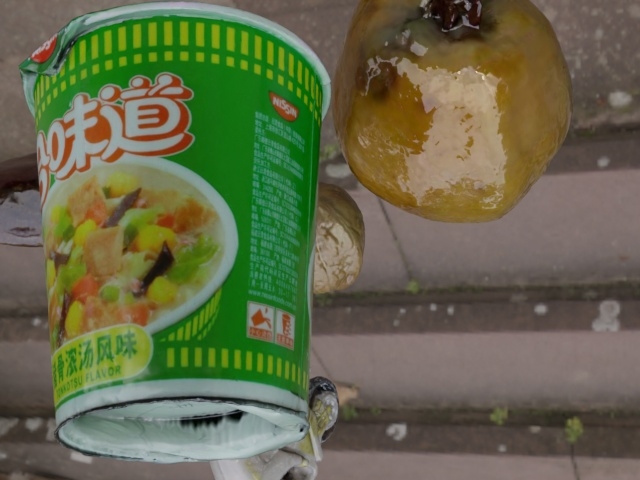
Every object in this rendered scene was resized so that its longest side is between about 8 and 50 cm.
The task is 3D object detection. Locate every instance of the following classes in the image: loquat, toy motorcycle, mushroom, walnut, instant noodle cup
[{"bbox_3d":[0.094,-0.110,0.695,0.187,0.176,0.234,38,168,18],"label":"loquat"},{"bbox_3d":[-0.083,0.241,1.183,0.107,0.223,0.340,1,154,34],"label":"toy motorcycle"},{"bbox_3d":[-0.194,0.024,0.825,0.226,0.148,0.218,-1,113,21],"label":"mushroom"},{"bbox_3d":[0.000,0.000,0.953,0.105,0.105,0.124,-5,124,22],"label":"walnut"},{"bbox_3d":[-0.089,0.008,0.566,0.207,0.233,0.207,-3,155,-1],"label":"instant noodle cup"}]
